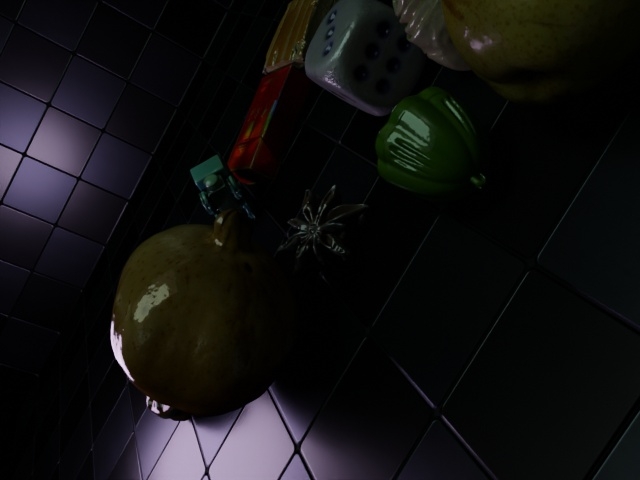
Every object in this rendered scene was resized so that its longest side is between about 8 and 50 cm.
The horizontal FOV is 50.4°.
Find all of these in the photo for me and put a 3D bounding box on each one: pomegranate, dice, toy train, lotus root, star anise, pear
[{"bbox_3d":[-0.214,0.126,1.321,0.410,0.410,0.410,-41,35,38],"label":"pomegranate"},{"bbox_3d":[0.093,-0.383,1.416,0.193,0.194,0.192,-59,29,7],"label":"dice"},{"bbox_3d":[-0.259,-0.125,1.817,0.112,0.203,0.163,-28,51,-1],"label":"toy train"},{"bbox_3d":[0.203,-0.127,1.068,0.186,0.186,0.186,-41,35,38],"label":"lotus root"},{"bbox_3d":[0.000,0.001,1.371,0.231,0.089,0.209,-58,40,14],"label":"star anise"},{"bbox_3d":[0.308,-0.339,0.907,0.314,0.314,0.314,-41,35,38],"label":"pear"}]

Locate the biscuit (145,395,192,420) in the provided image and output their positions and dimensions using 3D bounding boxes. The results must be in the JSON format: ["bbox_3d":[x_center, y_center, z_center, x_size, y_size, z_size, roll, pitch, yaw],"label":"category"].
[{"bbox_3d":[-0.351,0.287,1.722,0.268,0.115,0.366,-41,34,36],"label":"biscuit"}]

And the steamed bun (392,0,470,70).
[{"bbox_3d":[0.239,-0.465,1.213,0.276,0.203,0.289,-21,48,51],"label":"steamed bun"}]

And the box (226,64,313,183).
[{"bbox_3d":[-0.148,-0.319,1.904,0.197,0.089,0.313,3,71,60],"label":"box"}]

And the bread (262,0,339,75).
[{"bbox_3d":[-0.044,-0.576,1.910,0.239,0.111,0.246,8,74,63],"label":"bread"}]
